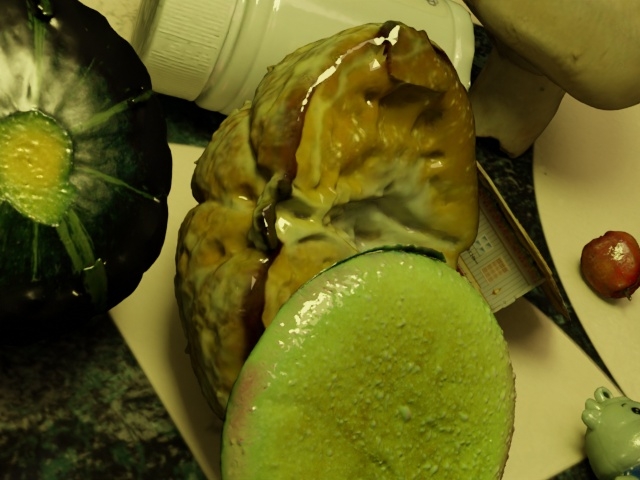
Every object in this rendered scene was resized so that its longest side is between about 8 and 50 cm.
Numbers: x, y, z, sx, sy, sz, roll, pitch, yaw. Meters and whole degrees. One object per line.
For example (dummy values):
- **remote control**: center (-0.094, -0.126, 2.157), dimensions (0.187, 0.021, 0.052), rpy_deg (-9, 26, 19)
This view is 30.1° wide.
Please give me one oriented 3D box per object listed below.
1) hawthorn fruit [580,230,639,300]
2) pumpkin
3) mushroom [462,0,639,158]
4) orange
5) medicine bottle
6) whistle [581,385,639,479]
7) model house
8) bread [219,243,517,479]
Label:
- **hawthorn fruit**: center (0.333, 0.027, 1.349), dimensions (0.077, 0.077, 0.077), rpy_deg (17, 45, -18)
- **pumpkin**: center (-0.275, -0.062, 0.936), dimensions (0.296, 0.296, 0.296), rpy_deg (17, 45, -18)
- **mushroom**: center (0.251, -0.238, 1.371), dimensions (0.292, 0.290, 0.292), rpy_deg (26, 34, -19)
- **orange**: center (0.000, 0.000, 1.027), dimensions (0.271, 0.210, 0.368), rpy_deg (16, 85, -39)
- **medicine bottle**: center (-0.025, -0.207, 1.245), dimensions (0.332, 0.190, 0.190), rpy_deg (15, 46, -22)
- **whistle**: center (0.322, 0.242, 1.127), dimensions (0.110, 0.092, 0.244), rpy_deg (9, 46, -40)
- **model house**: center (0.143, 0.027, 1.202), dimensions (0.219, 0.136, 0.207), rpy_deg (57, 3, -9)
- **bread**: center (0.055, 0.151, 0.941), dimensions (0.301, 0.045, 0.301), rpy_deg (-6, 100, -37)
